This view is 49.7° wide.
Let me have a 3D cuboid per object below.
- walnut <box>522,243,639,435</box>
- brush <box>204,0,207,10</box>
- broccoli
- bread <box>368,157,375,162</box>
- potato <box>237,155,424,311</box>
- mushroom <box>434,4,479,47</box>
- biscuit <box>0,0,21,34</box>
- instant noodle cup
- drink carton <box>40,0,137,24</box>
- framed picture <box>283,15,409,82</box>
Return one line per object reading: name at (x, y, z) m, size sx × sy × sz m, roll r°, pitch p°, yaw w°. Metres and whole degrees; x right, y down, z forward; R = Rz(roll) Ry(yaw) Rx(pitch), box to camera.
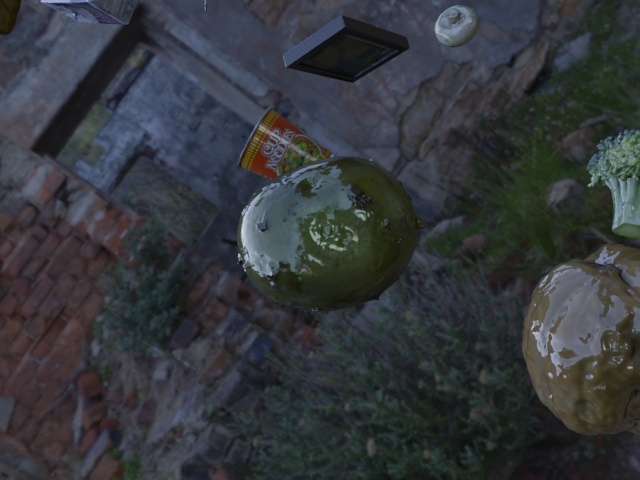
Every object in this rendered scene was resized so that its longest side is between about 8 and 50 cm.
walnut at (0.382, 0.140, 0.907) m, size 0.224 × 0.257 × 0.257 m, roll -22°, pitch 4°, yaw -12°
brush at (-0.224, -0.484, 1.366) m, size 0.016 × 0.013 × 0.084 m, roll 105°, pitch 162°, yaw -52°
broccoli at (0.711, -0.115, 1.498) m, size 0.263 × 0.247 × 0.243 m, roll -1°, pitch 59°, yaw 53°
bread at (0.050, -0.025, 1.609) m, size 0.263 × 0.198 × 0.236 m, roll -31°, pitch 11°, yaw 20°
potato at (0.018, -0.005, 1.062) m, size 0.269 × 0.219 × 0.359 m, roll -16°, pitch -5°, yaw 3°
mushroom at (0.255, -0.404, 1.296) m, size 0.083 × 0.067 × 0.084 m, roll -13°, pitch 57°, yaw 20°
biscuit at (-0.614, -0.494, 1.303) m, size 0.029 × 0.118 × 0.247 m, roll -13°, pitch 60°, yaw 25°
instant noodle cup at (-0.083, -0.216, 1.804) m, size 0.193 × 0.212 × 0.193 m, roll -61°, pitch 3°, yaw 4°
drink carton at (-0.478, -0.538, 1.453) m, size 0.222 × 0.101 × 0.134 m, roll 17°, pitch 89°, yaw 40°
framed picture at (0.043, -0.299, 1.097) m, size 0.127 × 0.023 × 0.168 m, roll -23°, pitch -13°, yaw 39°
